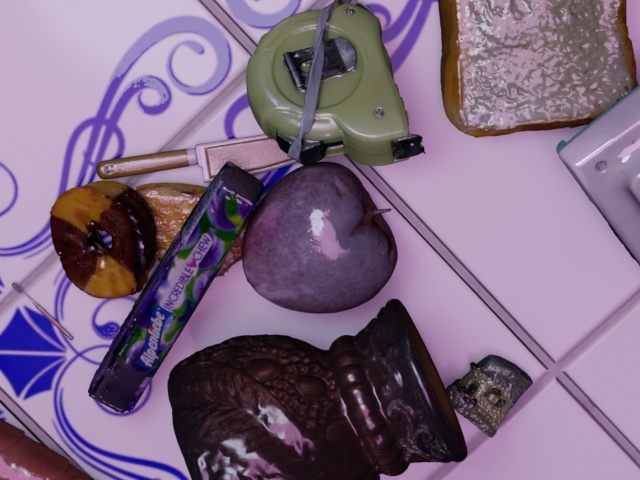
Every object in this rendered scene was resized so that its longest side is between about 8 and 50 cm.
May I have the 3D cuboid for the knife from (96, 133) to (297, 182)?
[{"bbox_3d":[-0.128,-0.090,1.745,0.256,0.022,0.046,-8,93,-2],"label":"knife"}]

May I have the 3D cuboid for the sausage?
[{"bbox_3d":[-0.390,0.247,1.777,0.433,0.088,0.088,33,99,-6],"label":"sausage"}]

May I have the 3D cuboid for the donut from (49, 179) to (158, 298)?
[{"bbox_3d":[-0.240,-0.003,1.724,0.140,0.059,0.140,11,118,22],"label":"donut"}]

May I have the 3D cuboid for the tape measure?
[{"bbox_3d":[0.006,-0.172,1.666,0.175,0.106,0.200,-13,70,0],"label":"tape measure"}]

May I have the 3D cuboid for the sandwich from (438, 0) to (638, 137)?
[{"bbox_3d":[0.240,-0.245,1.683,0.226,0.087,0.251,-5,100,2],"label":"sandwich"}]

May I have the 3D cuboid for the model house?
[{"bbox_3d":[0.194,0.172,1.766,0.079,0.066,0.083,39,96,-2],"label":"model house"}]

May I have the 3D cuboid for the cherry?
[{"bbox_3d":[0.000,0.004,1.702,0.176,0.140,0.176,1,107,4],"label":"cherry"}]

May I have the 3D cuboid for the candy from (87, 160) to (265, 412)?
[{"bbox_3d":[-0.161,0.054,1.708,0.061,0.088,0.312,30,111,-9],"label":"candy"}]

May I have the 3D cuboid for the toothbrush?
[{"bbox_3d":[-0.326,0.083,1.785,0.097,0.008,0.006,44,111,-7],"label":"toothbrush"}]

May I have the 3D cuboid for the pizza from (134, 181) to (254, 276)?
[{"bbox_3d":[-0.141,-0.015,1.751,0.160,0.036,0.099,17,107,-4],"label":"pizza"}]

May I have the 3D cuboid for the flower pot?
[{"bbox_3d":[0.004,0.202,1.668,0.267,0.266,0.266,-26,99,7],"label":"flower pot"}]

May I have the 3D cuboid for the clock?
[{"bbox_3d":[0.425,-0.063,1.662,0.231,0.116,0.262,-37,116,7],"label":"clock"}]
